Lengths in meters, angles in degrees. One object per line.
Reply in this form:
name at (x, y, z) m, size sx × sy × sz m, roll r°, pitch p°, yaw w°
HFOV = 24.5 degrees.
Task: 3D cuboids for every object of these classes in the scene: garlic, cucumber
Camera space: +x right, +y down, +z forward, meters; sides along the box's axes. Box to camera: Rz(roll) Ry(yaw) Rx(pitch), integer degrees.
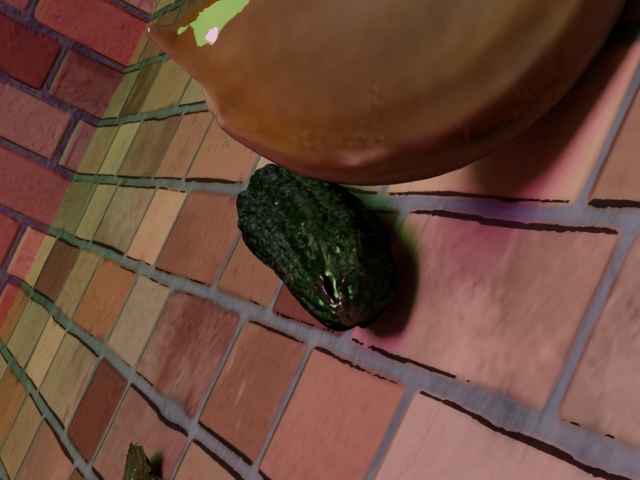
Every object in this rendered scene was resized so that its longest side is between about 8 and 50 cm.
garlic at (0.080, -0.162, 0.739) m, size 0.338 × 0.196 × 0.151 m, roll -49°, pitch 34°, yaw 21°
cucumber at (0.000, -0.002, 0.944) m, size 0.077 × 0.077 × 0.265 m, roll -63°, pitch 19°, yaw 4°

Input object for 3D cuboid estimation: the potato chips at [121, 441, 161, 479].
potato chips at (-0.143, 0.227, 1.113) m, size 0.142 × 0.026 × 0.209 m, roll -49°, pitch 22°, yaw 35°
